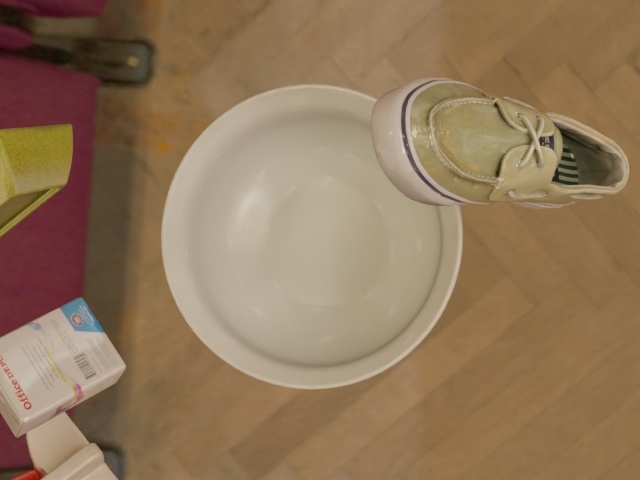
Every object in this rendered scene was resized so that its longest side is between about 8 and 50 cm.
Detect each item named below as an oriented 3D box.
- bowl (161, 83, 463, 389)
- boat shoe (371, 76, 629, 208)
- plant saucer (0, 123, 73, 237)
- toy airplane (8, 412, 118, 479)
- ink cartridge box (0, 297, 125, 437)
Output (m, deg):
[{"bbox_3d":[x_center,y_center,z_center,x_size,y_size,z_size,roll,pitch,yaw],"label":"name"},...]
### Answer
[{"bbox_3d":[0.000,0.000,1.326,0.297,0.134,0.298,-1,85,11],"label":"bowl"},{"bbox_3d":[0.160,-0.083,1.125,0.094,0.302,0.109,-8,83,39],"label":"boat shoe"},{"bbox_3d":[-0.293,-0.021,1.095,0.188,0.188,0.045,-37,90,10],"label":"plant saucer"},{"bbox_3d":[-0.384,0.351,1.422,0.384,0.272,0.386,14,48,-16],"label":"toy airplane"},{"bbox_3d":[-0.272,0.127,1.318,0.089,0.122,0.052,56,147,11],"label":"ink cartridge box"}]
